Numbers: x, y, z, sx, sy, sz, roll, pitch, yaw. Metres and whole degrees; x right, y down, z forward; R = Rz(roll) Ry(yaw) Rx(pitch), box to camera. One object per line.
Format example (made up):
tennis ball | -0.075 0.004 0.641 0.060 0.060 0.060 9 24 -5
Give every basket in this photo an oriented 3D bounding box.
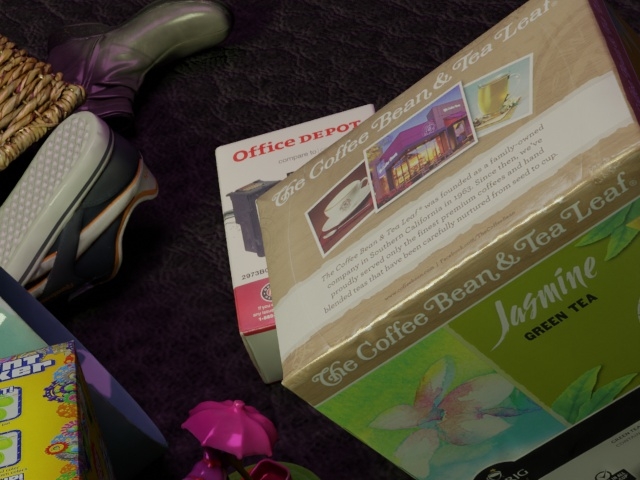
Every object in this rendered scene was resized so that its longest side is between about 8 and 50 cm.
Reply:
basket | -0.413 -0.068 1.810 0.223 0.213 0.299 33 61 20

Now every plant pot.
plant pot | -0.319 0.162 1.488 0.235 0.293 0.293 -45 47 -4

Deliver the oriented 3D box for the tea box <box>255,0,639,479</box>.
tea box | 0.178 0.029 1.332 0.329 0.323 0.220 -36 38 22

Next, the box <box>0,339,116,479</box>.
box | -0.226 0.277 1.252 0.177 0.290 0.279 -15 24 -4

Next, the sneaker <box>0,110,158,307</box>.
sneaker | -0.292 0.027 1.734 0.321 0.127 0.126 -48 40 4

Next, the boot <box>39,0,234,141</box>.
boot | -0.217 -0.189 1.963 0.246 0.083 0.161 -12 50 15

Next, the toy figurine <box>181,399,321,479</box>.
toy figurine | -0.083 0.211 1.433 0.130 0.159 0.173 21 56 35

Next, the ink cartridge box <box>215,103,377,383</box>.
ink cartridge box | 0.000 0.000 1.641 0.172 0.100 0.237 -15 51 6
